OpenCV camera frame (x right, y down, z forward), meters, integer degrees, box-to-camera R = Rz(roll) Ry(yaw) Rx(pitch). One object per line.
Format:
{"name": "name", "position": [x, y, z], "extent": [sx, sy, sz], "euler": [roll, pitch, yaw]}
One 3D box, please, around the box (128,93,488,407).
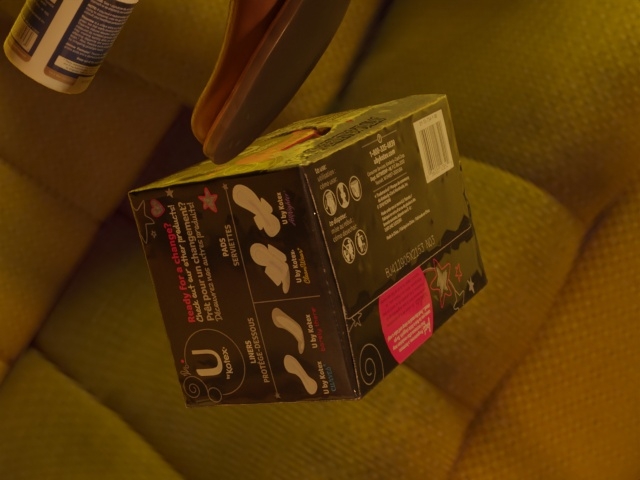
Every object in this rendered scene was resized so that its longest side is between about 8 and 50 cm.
{"name": "box", "position": [0.000, 0.000, 0.935], "extent": [0.142, 0.163, 0.247], "euler": [-8, 12, 29]}

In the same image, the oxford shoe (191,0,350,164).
{"name": "oxford shoe", "position": [-0.022, -0.141, 0.665], "extent": [0.212, 0.076, 0.076], "euler": [-65, -12, 7]}

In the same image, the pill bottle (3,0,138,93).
{"name": "pill bottle", "position": [-0.167, -0.169, 0.917], "extent": [0.120, 0.067, 0.067], "euler": [-55, 28, 19]}
